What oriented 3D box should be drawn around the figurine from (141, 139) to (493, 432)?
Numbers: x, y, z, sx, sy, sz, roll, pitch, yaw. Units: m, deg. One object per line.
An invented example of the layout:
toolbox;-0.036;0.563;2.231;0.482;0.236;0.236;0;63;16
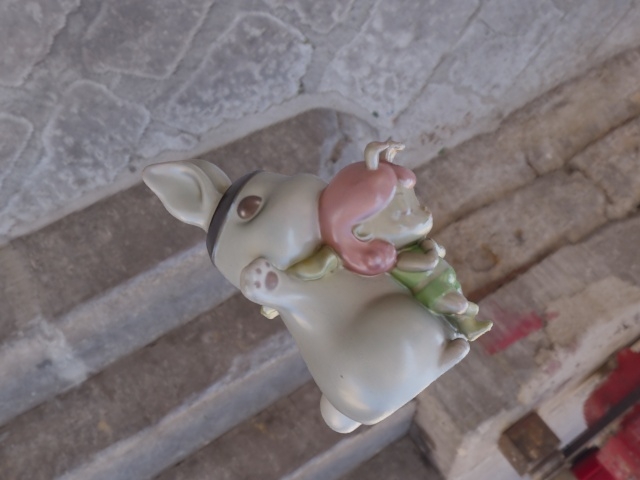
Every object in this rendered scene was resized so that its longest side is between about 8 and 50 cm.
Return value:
figurine;0.003;-0.001;0.346;0.098;0.146;0.081;-37;174;-2
